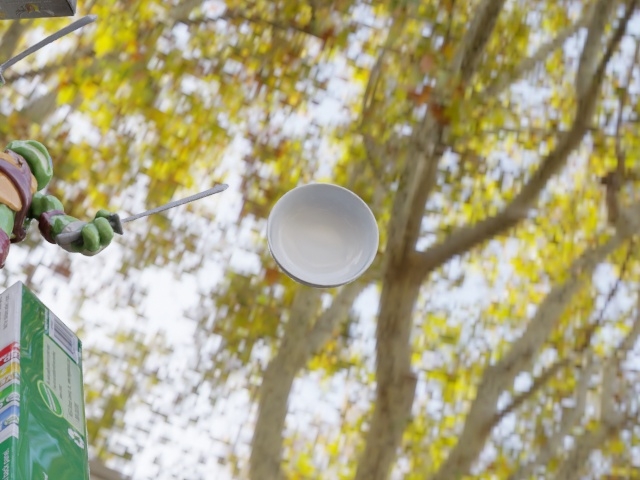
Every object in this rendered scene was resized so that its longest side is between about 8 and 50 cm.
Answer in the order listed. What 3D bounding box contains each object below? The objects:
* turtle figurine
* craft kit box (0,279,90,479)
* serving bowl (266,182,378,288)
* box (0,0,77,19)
[{"bbox_3d":[-0.274,-0.067,1.529,0.275,0.266,0.197,-8,-69,24],"label":"turtle figurine"},{"bbox_3d":[-0.214,0.153,0.766,0.247,0.250,0.061,-40,-69,6],"label":"craft kit box"},{"bbox_3d":[0.000,0.000,1.256,0.083,0.083,0.027,18,-25,-1],"label":"serving bowl"},{"bbox_3d":[-0.326,-0.283,1.497,0.231,0.183,0.056,-3,-21,7],"label":"box"}]
